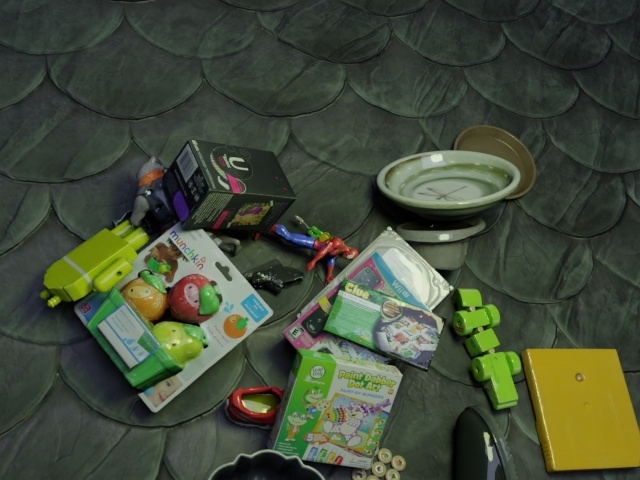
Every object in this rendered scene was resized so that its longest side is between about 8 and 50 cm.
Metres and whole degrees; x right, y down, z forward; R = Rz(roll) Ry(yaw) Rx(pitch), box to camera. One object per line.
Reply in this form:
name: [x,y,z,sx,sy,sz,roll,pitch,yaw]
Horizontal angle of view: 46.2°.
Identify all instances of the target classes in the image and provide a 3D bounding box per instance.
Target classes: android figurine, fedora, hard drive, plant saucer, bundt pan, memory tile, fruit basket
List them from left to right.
android figurine: [-0.534,0.056,1.758,0.273,0.056,0.248,-41,34,-22]
fruit basket: [-0.345,0.160,1.731,0.353,0.165,0.327,-40,77,-4]
bundt pan: [-0.124,0.625,1.597,0.331,0.124,0.331,8,59,-13]
hard drive: [0.138,0.160,1.906,0.339,0.064,0.237,-43,78,-8]
memory tile: [0.132,0.558,1.775,0.113,0.012,0.148,29,58,1]
fedora: [0.324,0.013,2.052,0.243,0.124,0.275,2,11,26]
plant saucer: [0.361,-0.144,2.128,0.400,0.100,0.400,-5,27,2]
plant saucer: [0.537,-0.239,2.337,0.278,0.041,0.278,8,59,-12]

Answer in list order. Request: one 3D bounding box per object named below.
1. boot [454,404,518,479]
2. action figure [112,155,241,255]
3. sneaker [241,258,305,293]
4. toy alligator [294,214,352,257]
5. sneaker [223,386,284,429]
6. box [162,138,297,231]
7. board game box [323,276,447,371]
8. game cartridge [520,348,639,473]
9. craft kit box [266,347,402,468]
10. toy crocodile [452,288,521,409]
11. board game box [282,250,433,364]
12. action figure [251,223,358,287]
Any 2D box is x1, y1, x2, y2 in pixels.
boot: [0.231,0.595,1.718,0.445,0.146,0.367,-9,63,-16]
action figure: [-0.335,-0.084,1.918,0.341,0.178,0.330,-40,87,-30]
sneaker: [-0.130,0.104,1.936,0.170,0.051,0.089,-27,67,-31]
toy alligator: [0.000,0.000,2.038,0.189,0.056,0.051,30,98,2]
sneaker: [-0.083,0.391,1.745,0.279,0.118,0.107,4,61,-14]
box: [-0.221,-0.130,1.841,0.270,0.143,0.165,2,51,-45]
board game box: [0.150,0.196,1.752,0.259,0.030,0.136,22,80,6]
game cartridge: [0.694,0.445,1.989,0.285,0.053,0.324,3,63,-15]
craft kit box: [0.032,0.383,1.697,0.250,0.061,0.247,13,99,-20]
toy crocodile: [0.429,0.279,1.980,0.115,0.105,0.340,-11,69,-22]
board game box: [0.093,0.209,1.813,0.303,0.097,0.224,-40,79,-8]
action figure: [-0.045,0.040,1.967,0.280,0.091,0.139,11,81,5]
